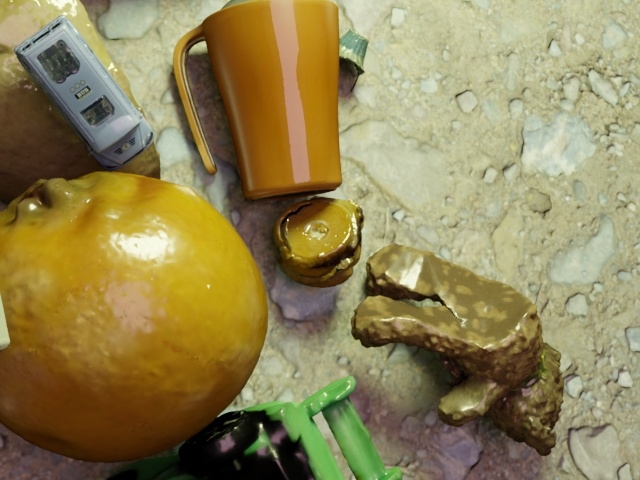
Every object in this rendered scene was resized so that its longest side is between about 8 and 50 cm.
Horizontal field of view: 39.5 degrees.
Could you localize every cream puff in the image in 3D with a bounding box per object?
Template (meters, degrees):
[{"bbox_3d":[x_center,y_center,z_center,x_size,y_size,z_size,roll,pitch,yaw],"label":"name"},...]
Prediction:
[{"bbox_3d":[0.000,0.000,1.184,0.119,0.104,0.133,25,59,17],"label":"cream puff"}]

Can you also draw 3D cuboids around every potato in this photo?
[{"bbox_3d":[-0.319,-0.123,1.017,0.189,0.211,0.264,-42,98,-33],"label":"potato"}]

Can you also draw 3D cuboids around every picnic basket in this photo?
[{"bbox_3d":[0.038,-0.260,1.278,0.065,0.083,0.083,26,109,-23],"label":"picnic basket"}]

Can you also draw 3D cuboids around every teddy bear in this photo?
[{"bbox_3d":[0.194,0.149,1.225,0.296,0.223,0.246,9,40,10],"label":"teddy bear"}]

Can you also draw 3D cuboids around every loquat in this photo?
[{"bbox_3d":[-0.219,0.077,0.957,0.328,0.328,0.329,5,78,-22],"label":"loquat"}]

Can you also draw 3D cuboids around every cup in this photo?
[{"bbox_3d":[-0.074,-0.186,1.172,0.226,0.182,0.264,-8,89,9],"label":"cup"}]

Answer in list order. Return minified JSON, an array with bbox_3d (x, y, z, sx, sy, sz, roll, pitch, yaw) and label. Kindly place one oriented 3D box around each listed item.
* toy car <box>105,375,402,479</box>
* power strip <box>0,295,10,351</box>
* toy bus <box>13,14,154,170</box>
[{"bbox_3d":[-0.101,0.307,1.013,0.358,0.176,0.213,-28,95,14],"label":"toy car"},{"bbox_3d":[-0.381,0.087,0.870,0.043,0.367,0.106,-8,79,-39],"label":"power strip"},{"bbox_3d":[-0.244,-0.148,0.941,0.073,0.076,0.167,-38,118,-6],"label":"toy bus"}]
